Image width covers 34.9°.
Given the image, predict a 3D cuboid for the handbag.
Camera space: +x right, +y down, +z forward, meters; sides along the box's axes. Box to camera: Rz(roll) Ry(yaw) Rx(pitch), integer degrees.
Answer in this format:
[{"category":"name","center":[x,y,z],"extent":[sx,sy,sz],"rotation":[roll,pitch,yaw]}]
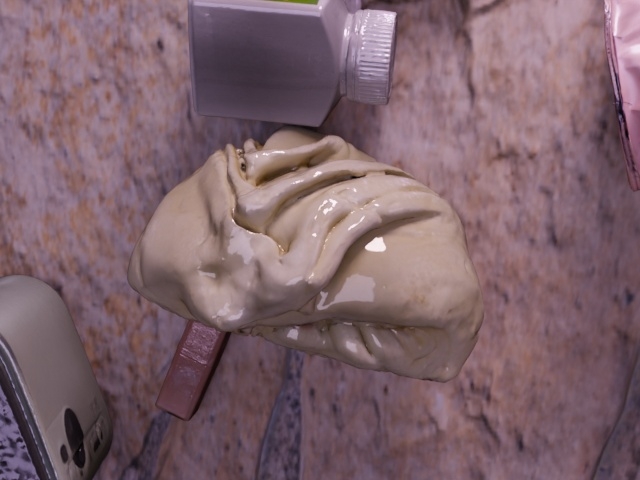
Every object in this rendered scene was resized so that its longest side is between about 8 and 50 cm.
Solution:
[{"category":"handbag","center":[0.317,-0.151,0.896],"extent":[0.116,0.179,0.205],"rotation":[-6,99,19]}]

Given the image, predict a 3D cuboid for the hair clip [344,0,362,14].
[{"category":"hair clip","center":[0.046,-0.287,0.976],"extent":[0.257,0.075,0.146],"rotation":[-17,113,21]}]

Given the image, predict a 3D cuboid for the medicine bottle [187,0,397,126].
[{"category":"medicine bottle","center":[-0.025,-0.181,0.973],"extent":[0.189,0.088,0.132],"rotation":[7,126,6]}]

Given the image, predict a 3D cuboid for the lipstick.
[{"category":"lipstick","center":[-0.129,0.119,1.097],"extent":[0.045,0.045,0.145],"rotation":[24,104,4]}]

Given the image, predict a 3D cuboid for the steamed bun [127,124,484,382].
[{"category":"steamed bun","center":[0.002,0.000,0.950],"extent":[0.289,0.276,0.203],"rotation":[15,91,33]}]

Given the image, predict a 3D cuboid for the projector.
[{"category":"projector","center":[-0.371,0.189,1.029],"extent":[0.248,0.249,0.248],"rotation":[-19,97,0]}]
